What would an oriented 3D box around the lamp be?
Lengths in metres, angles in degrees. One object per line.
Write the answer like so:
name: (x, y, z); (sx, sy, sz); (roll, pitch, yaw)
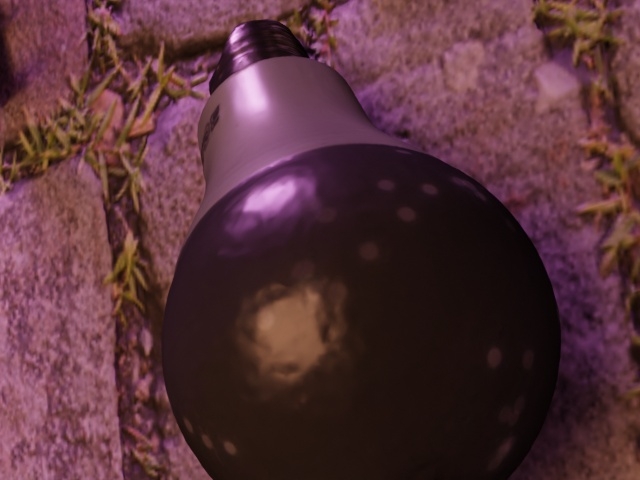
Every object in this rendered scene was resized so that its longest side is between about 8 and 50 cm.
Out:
lamp: (-0.006, 0.018, 0.737); (0.182, 0.182, 0.314); (-63, 31, 15)
